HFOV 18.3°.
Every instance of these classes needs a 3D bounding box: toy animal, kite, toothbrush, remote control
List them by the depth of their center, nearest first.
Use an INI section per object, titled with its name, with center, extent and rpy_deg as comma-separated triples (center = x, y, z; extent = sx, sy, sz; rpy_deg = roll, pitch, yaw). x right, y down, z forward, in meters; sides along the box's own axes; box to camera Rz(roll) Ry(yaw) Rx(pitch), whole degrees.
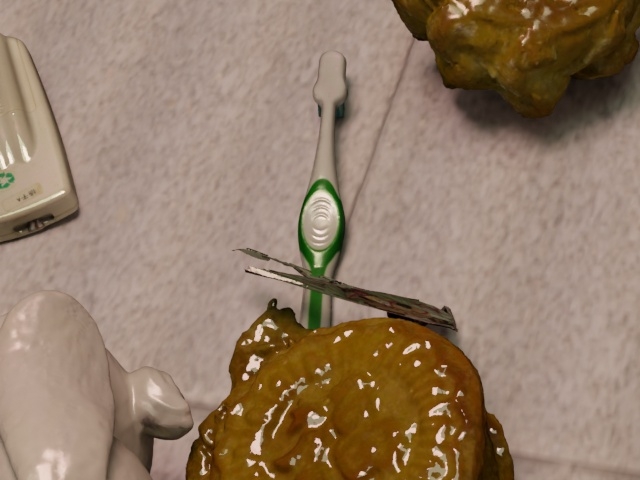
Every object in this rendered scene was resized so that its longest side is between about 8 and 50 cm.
[toy animal]
center = -0.186, 0.185, 1.387
extent = 0.206, 0.271, 0.265
rpy_deg = -12, 19, -2
[kite]
center = 0.021, 0.039, 1.569
extent = 0.250, 0.229, 0.012
rpy_deg = 22, 96, 44
[toothbrush]
center = 0.000, -0.003, 1.690
extent = 0.042, 0.040, 0.418
rpy_deg = 1, 51, 4
[remote control]
center = -0.288, -0.101, 1.827
extent = 0.090, 0.049, 0.230
rpy_deg = -20, 51, -2

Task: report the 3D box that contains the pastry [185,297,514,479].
[pastry]
center = 0.024, 0.182, 1.465
extent = 0.235, 0.132, 0.240
rpy_deg = 9, 60, 32

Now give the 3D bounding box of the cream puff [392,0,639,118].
[cream puff]
center = 0.174, -0.230, 1.742
extent = 0.244, 0.196, 0.244
rpy_deg = -6, 51, 8
